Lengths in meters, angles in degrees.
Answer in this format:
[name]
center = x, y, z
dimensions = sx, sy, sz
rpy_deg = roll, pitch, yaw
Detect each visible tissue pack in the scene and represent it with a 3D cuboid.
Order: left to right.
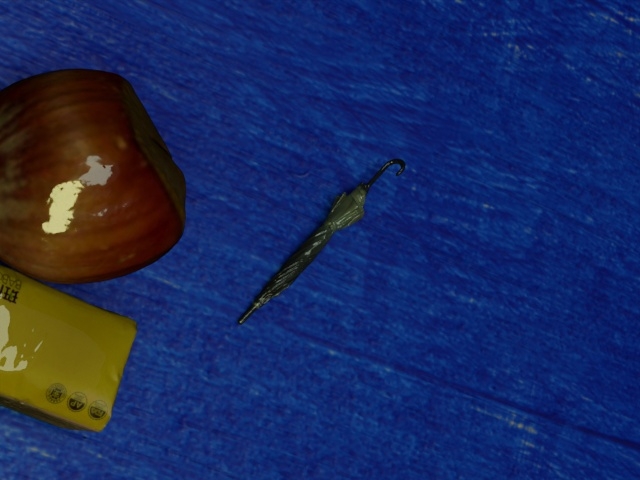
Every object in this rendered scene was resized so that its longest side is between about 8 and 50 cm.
[tissue pack]
center = -0.273, 0.101, 1.474
dimensions = 0.169, 0.082, 0.120
rpy_deg = 26, 69, -28

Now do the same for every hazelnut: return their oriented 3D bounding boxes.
[hazelnut]
center = -0.239, -0.056, 1.470
dimensions = 0.212, 0.181, 0.181
rpy_deg = 67, 12, 21

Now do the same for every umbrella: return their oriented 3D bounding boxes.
[umbrella]
center = -0.003, -0.002, 1.698
dimensions = 0.269, 0.044, 0.044
rpy_deg = -44, 134, -20
